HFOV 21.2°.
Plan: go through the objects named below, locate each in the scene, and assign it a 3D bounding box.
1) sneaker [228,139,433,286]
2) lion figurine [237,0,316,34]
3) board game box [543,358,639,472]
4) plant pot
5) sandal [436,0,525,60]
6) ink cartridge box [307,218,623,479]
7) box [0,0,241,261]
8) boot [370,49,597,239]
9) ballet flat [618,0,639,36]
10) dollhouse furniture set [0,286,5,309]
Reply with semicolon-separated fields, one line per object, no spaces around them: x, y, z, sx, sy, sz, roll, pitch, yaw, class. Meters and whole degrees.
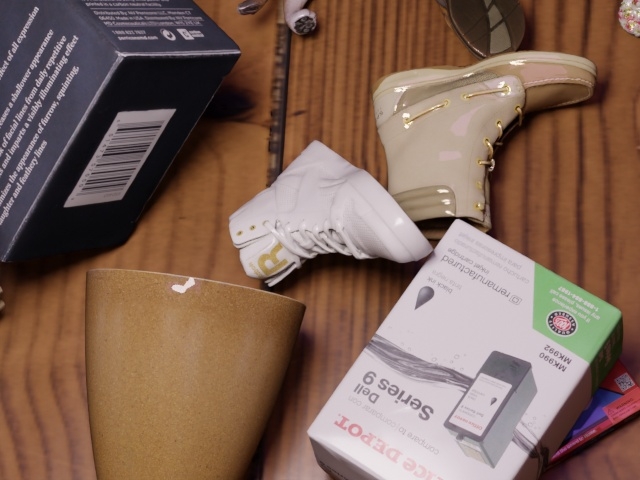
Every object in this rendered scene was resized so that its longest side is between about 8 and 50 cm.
0.000;0.000;1.860;0.169;0.108;0.292;-40;26;-7;sneaker
0.055;-0.420;2.073;0.392;0.142;0.240;-23;48;3;lion figurine
0.198;0.192;1.847;0.281;0.027;0.145;-30;65;-7;board game box
-0.150;0.174;1.802;0.237;0.237;0.254;7;81;9;plant pot
0.173;-0.280;2.044;0.090;0.060;0.219;-24;51;-17;sandal
0.153;0.159;1.784;0.211;0.121;0.289;30;73;19;ink cartridge box
-0.338;-0.219;1.917;0.395;0.212;0.293;46;119;21;box
0.194;-0.105;1.940;0.262;0.095;0.203;-7;65;6;boot
0.462;-0.319;2.014;0.241;0.077;0.091;-25;67;-4;ballet flat
-0.479;-0.006;1.845;0.161;0.212;0.242;-36;72;-21;dollhouse furniture set
